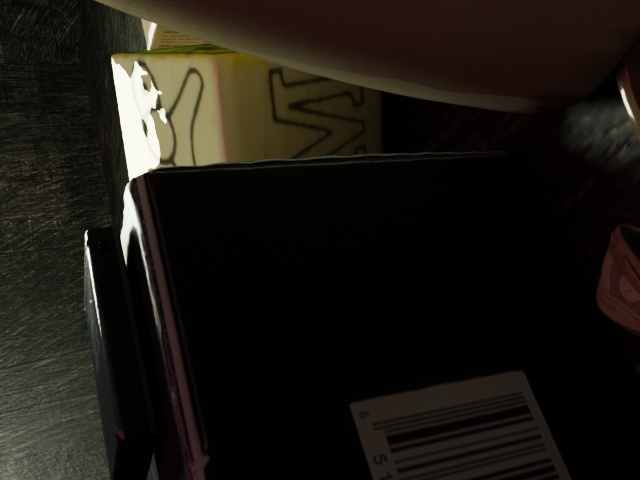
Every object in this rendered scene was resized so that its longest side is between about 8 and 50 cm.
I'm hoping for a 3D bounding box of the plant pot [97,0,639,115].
[{"bbox_3d":[0.007,-0.201,0.407,0.256,0.274,0.256,178,90,-77],"label":"plant pot"}]

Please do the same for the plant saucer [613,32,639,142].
[{"bbox_3d":[0.227,-0.114,0.272,0.278,0.041,0.277,172,90,-67],"label":"plant saucer"}]

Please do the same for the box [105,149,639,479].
[{"bbox_3d":[0.016,0.262,0.553,0.471,0.298,0.479,120,138,-53],"label":"box"}]

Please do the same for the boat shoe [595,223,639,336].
[{"bbox_3d":[0.201,0.037,0.364,0.153,0.056,0.048,-129,33,-63],"label":"boat shoe"}]

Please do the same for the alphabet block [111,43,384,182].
[{"bbox_3d":[-0.066,-0.092,0.703,0.192,0.194,0.197,15,116,43],"label":"alphabet block"}]

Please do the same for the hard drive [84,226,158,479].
[{"bbox_3d":[-0.126,0.073,0.441,0.094,0.022,0.135,116,142,-52],"label":"hard drive"}]

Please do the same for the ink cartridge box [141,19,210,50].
[{"bbox_3d":[-0.116,-0.330,0.815,0.088,0.193,0.234,-47,54,59],"label":"ink cartridge box"}]
